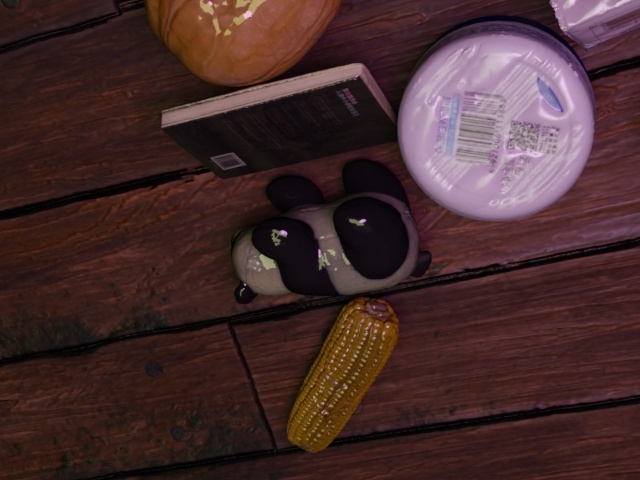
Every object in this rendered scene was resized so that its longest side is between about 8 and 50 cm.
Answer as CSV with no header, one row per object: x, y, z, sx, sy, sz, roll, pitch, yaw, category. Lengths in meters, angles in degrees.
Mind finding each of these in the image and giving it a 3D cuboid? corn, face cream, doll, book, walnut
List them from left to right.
-0.075,-0.263,1.073,0.225,0.193,0.193,-40,99,25,walnut
-0.037,-0.124,1.152,0.228,0.160,0.024,-12,66,17,book
0.001,0.000,1.191,0.234,0.143,0.135,-8,117,16,doll
0.025,0.169,1.290,0.080,0.080,0.231,27,115,1,corn
0.185,-0.126,1.110,0.206,0.111,0.206,4,112,10,face cream

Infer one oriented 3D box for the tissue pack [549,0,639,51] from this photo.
0.317,-0.277,0.966,0.225,0.185,0.124,-23,87,21,tissue pack
